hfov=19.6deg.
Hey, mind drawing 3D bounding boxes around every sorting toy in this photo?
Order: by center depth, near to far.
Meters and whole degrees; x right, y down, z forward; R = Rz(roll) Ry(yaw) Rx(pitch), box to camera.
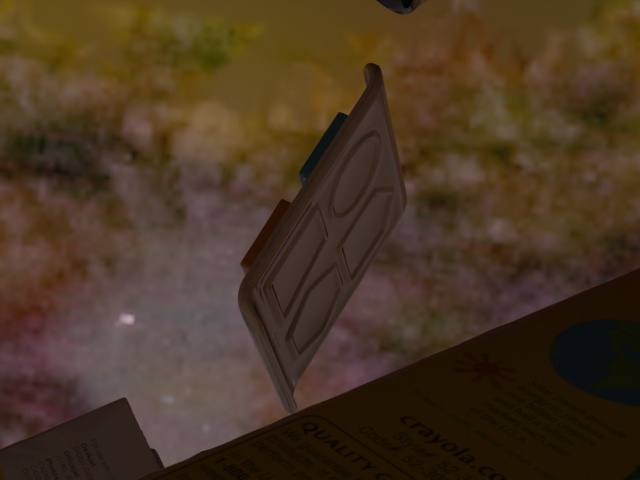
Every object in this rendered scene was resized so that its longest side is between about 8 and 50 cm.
[{"bbox_3d":[0.000,0.000,1.314,0.038,0.208,0.193,22,160,17],"label":"sorting toy"}]

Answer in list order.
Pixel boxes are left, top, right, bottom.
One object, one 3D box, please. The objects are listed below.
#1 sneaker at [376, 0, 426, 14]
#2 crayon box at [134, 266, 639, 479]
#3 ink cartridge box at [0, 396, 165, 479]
[{"bbox_3d":[0.006,-0.190,0.678,0.180,0.124,0.321,36,-142,-25],"label":"sneaker"},{"bbox_3d":[0.094,0.106,0.507,0.318,0.081,0.202,-19,-144,-38],"label":"crayon box"},{"bbox_3d":[-0.212,0.279,1.303,0.270,0.198,0.197,-23,-122,-15],"label":"ink cartridge box"}]
